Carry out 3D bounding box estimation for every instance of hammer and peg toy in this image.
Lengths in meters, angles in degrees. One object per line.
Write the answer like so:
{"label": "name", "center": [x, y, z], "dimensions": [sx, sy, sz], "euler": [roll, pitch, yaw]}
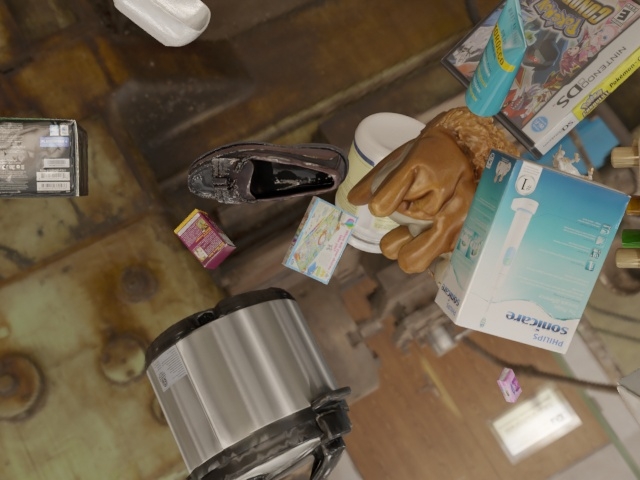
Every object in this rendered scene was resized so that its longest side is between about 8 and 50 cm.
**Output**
{"label": "hammer and peg toy", "center": [0.647, -0.092, 1.601], "dimensions": [0.127, 0.265, 0.361], "euler": [0, -169, 31]}

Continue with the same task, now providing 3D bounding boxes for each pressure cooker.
{"label": "pressure cooker", "center": [-0.142, 0.357, 1.792], "dimensions": [0.376, 0.420, 0.370], "euler": [-23, 162, -14]}

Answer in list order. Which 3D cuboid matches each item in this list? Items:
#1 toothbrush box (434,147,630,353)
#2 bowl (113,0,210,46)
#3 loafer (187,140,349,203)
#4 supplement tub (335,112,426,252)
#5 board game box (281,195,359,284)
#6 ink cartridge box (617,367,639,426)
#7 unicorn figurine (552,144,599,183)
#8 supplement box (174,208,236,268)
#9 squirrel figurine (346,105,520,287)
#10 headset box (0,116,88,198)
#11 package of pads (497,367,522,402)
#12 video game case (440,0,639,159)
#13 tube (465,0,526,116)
{"label": "toothbrush box", "center": [0.356, 0.019, 1.450], "dimensions": [0.126, 0.217, 0.295], "euler": [-123, -131, -73]}
{"label": "bowl", "center": [-0.227, -0.329, 1.183], "dimensions": [0.053, 0.142, 0.142], "euler": [-47, -162, 22]}
{"label": "loafer", "center": [-0.101, -0.119, 1.527], "dimensions": [0.303, 0.109, 0.095], "euler": [-5, -154, 9]}
{"label": "supplement tub", "center": [0.172, -0.150, 2.271], "dimensions": [0.235, 0.235, 0.324], "euler": [-19, 141, -36]}
{"label": "board game box", "center": [0.000, 0.000, 1.734], "dimensions": [0.154, 0.103, 0.026], "euler": [-64, -157, 0]}
{"label": "ink cartridge box", "center": [0.668, 0.199, 1.186], "dimensions": [0.395, 0.166, 0.285], "euler": [-31, -173, -1]}
{"label": "unicorn figurine", "center": [0.617, -0.176, 2.087], "dimensions": [0.060, 0.161, 0.111], "euler": [-21, 167, -8]}
{"label": "supplement box", "center": [-0.186, -0.002, 1.370], "dimensions": [0.055, 0.083, 0.043], "euler": [-43, 164, 7]}
{"label": "squirrel figurine", "center": [0.312, -0.071, 1.837], "dimensions": [0.397, 0.370, 0.281], "euler": [-45, -169, -8]}
{"label": "headset box", "center": [-0.536, -0.138, 1.474], "dimensions": [0.247, 0.131, 0.283], "euler": [-1, -177, -11]}
{"label": "package of pads", "center": [0.498, 0.381, 2.237], "dimensions": [0.032, 0.083, 0.050], "euler": [2, -140, 45]}
{"label": "video game case", "center": [0.337, -0.285, 1.261], "dimensions": [0.248, 0.274, 0.035], "euler": [-44, 134, 13]}
{"label": "tube", "center": [0.219, -0.217, 1.027], "dimensions": [0.052, 0.080, 0.207], "euler": [-10, 163, -4]}
